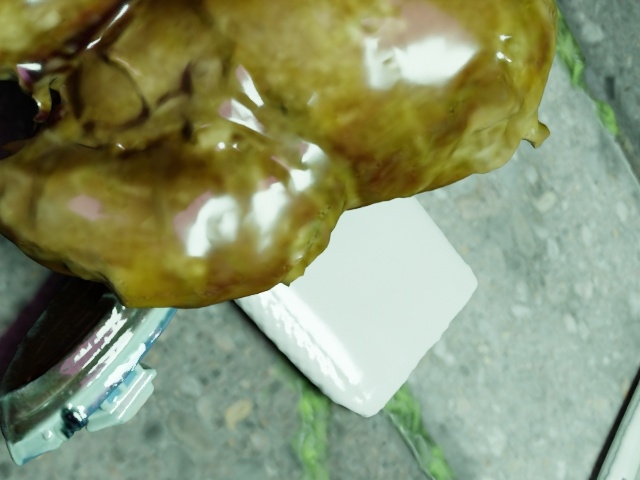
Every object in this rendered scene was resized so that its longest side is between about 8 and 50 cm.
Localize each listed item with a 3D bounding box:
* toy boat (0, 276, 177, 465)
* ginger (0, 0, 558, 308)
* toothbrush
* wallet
[{"bbox_3d":[-0.104,0.053,0.548,0.140,0.059,0.066,-53,133,-25],"label":"toy boat"},{"bbox_3d":[-0.074,-0.131,0.523,0.274,0.152,0.357,-38,90,-10],"label":"ginger"},{"bbox_3d":[0.249,0.044,0.743,0.030,0.030,0.304,37,68,-18],"label":"toothbrush"},{"bbox_3d":[0.000,0.000,0.620,0.183,0.032,0.124,48,65,-12],"label":"wallet"}]
